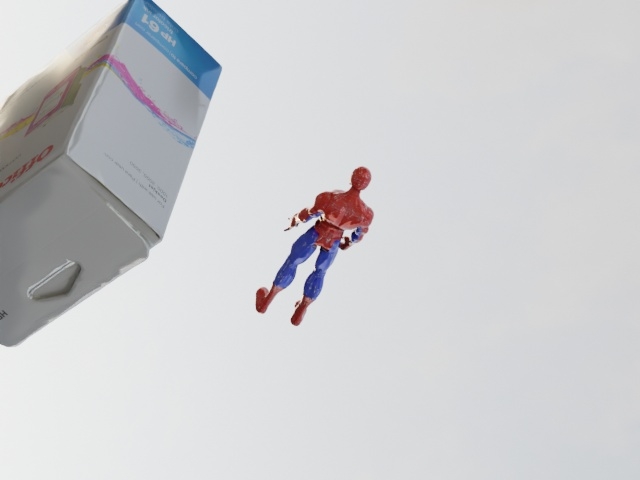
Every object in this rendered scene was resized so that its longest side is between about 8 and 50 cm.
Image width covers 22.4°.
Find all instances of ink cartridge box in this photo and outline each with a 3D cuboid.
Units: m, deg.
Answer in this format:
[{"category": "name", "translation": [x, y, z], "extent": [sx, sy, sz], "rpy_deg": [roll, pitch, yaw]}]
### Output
[{"category": "ink cartridge box", "translation": [-0.095, -0.029, 0.623], "extent": [0.088, 0.052, 0.122], "rpy_deg": [-34, -154, 29]}]

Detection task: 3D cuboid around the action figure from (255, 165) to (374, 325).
[{"category": "action figure", "translation": [0.000, 0.000, 0.876], "extent": [0.115, 0.038, 0.030], "rpy_deg": [-56, -165, 43]}]
